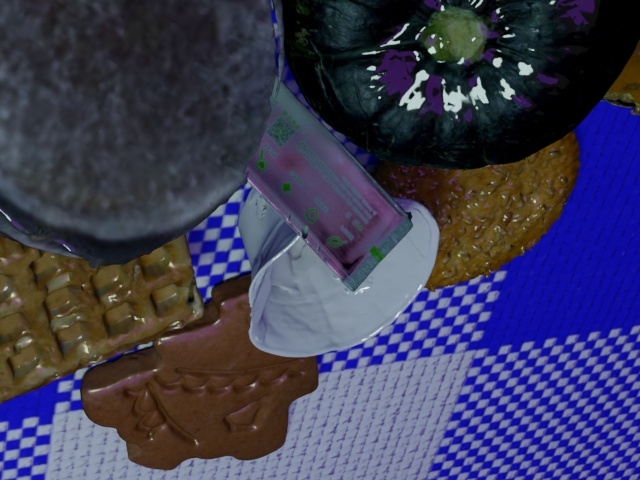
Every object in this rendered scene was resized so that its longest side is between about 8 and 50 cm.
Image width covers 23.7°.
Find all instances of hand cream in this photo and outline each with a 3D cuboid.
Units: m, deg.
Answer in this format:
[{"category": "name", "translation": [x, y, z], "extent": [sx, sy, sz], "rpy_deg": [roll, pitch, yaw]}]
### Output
[{"category": "hand cream", "translation": [-0.033, -0.081, 1.289], "extent": [0.079, 0.050, 0.275], "rpy_deg": [-38, 109, 15]}]

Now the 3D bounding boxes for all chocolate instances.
[{"category": "chocolate", "translation": [-0.202, -0.140, 1.108], "extent": [0.303, 0.213, 0.303], "rpy_deg": [-3, 94, -39]}]

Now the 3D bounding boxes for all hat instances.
[{"category": "hat", "translation": [0.000, 0.000, 1.431], "extent": [0.203, 0.126, 0.203], "rpy_deg": [-16, 137, -15]}]

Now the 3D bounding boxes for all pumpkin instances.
[{"category": "pumpkin", "translation": [0.113, -0.208, 1.208], "extent": [0.315, 0.238, 0.315], "rpy_deg": [0, 129, 0]}]

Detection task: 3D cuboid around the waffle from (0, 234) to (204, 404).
[{"category": "waffle", "translation": [-0.267, 0.031, 1.311], "extent": [0.308, 0.091, 0.213], "rpy_deg": [-25, 135, -16]}]

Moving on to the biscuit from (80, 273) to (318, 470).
[{"category": "biscuit", "translation": [-0.091, 0.131, 1.575], "extent": [0.284, 0.043, 0.306], "rpy_deg": [20, 120, -42]}]

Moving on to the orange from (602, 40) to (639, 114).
[{"category": "orange", "translation": [0.293, -0.192, 1.412], "extent": [0.156, 0.134, 0.156], "rpy_deg": [15, 154, 7]}]

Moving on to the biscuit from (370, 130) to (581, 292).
[{"category": "biscuit", "translation": [0.153, -0.043, 1.545], "extent": [0.254, 0.035, 0.254], "rpy_deg": [-16, 137, -15]}]
